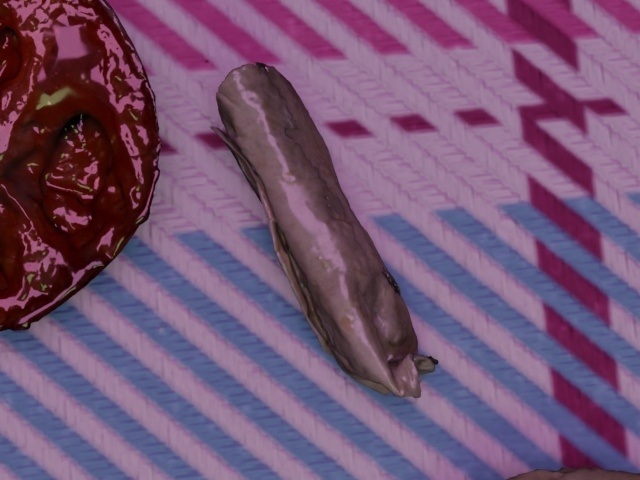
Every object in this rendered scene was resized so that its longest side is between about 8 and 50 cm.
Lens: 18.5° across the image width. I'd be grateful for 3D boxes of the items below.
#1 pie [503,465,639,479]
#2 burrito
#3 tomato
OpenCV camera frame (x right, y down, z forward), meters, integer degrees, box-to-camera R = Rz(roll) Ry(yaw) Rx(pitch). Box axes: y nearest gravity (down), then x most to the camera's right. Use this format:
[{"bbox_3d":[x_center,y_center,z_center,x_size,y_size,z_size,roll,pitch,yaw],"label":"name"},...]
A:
[{"bbox_3d":[0.177,0.296,1.173,0.339,0.077,0.339,1,80,-3],"label":"pie"},{"bbox_3d":[0.000,0.000,1.210,0.060,0.087,0.226,-27,87,1],"label":"burrito"},{"bbox_3d":[-0.211,-0.058,1.196,0.228,0.101,0.228,0,91,-8],"label":"tomato"}]
